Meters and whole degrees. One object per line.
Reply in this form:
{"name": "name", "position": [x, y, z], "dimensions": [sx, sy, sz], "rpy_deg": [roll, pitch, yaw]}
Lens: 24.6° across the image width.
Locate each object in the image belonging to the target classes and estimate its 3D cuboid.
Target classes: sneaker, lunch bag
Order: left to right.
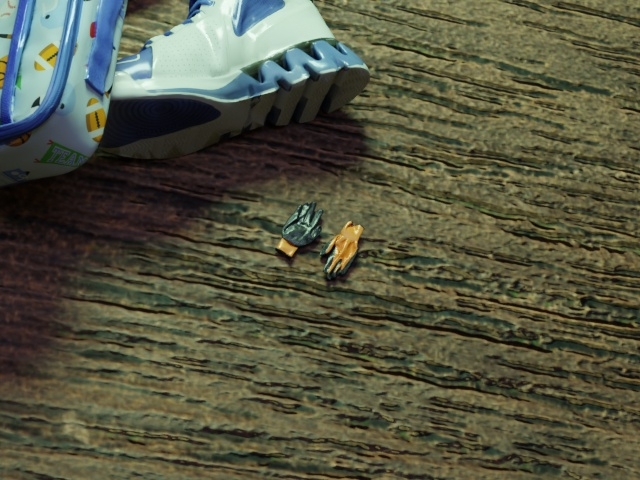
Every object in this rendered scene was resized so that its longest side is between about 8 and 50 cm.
{"name": "lunch bag", "position": [-0.301, -0.201, 1.455], "dimensions": [0.243, 0.115, 0.303], "rpy_deg": [-12, 59, 28]}
{"name": "sneaker", "position": [-0.120, -0.206, 1.578], "dimensions": [0.315, 0.127, 0.182], "rpy_deg": [-14, 66, -27]}

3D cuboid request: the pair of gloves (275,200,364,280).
{"name": "pair of gloves", "position": [0.000, 0.000, 1.565], "dimensions": [0.083, 0.010, 0.074], "rpy_deg": [27, 63, 2]}
